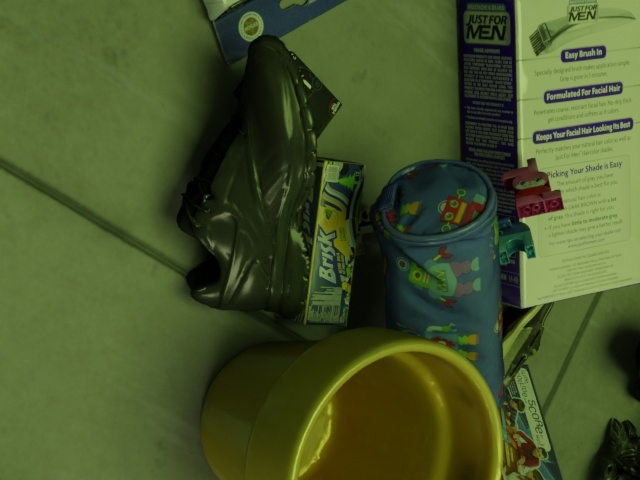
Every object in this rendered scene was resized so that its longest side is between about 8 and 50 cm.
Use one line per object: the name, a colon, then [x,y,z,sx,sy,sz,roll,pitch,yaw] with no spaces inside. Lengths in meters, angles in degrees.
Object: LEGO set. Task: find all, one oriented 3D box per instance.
LEGO set: [0.144,-0.022,1.614,0.227,0.093,0.087,-12,132,10]

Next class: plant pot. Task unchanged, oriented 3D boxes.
plant pot: [0.008,0.199,1.490,0.254,0.239,0.254,-7,102,-34]

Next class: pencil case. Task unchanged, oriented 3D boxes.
pencil case: [0.119,0.065,1.545,0.119,0.133,0.306,-79,166,-49]

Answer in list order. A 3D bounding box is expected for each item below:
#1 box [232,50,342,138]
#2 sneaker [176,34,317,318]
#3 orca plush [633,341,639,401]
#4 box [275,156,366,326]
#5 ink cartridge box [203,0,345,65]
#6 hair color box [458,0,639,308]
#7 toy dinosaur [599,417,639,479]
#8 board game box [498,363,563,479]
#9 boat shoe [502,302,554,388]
box: [-0.032,-0.141,1.520,0.083,0.052,0.062,45,74,-32]
sneaker: [-0.071,-0.053,1.452,0.130,0.109,0.286,-1,111,-10]
orca plush: [0.480,0.142,1.896,0.287,0.151,0.102,12,59,-33]
box: [0.000,0.000,1.561,0.054,0.059,0.169,5,95,-35]
ink cartridge box: [-0.036,-0.316,1.493,0.223,0.045,0.224,-34,115,-26]
hair color box: [0.257,-0.109,1.695,0.185,0.110,0.339,-9,105,-32]
toy dinosaur: [0.451,0.301,1.817,0.322,0.218,0.164,-23,107,-41]
board game box: [0.198,0.227,1.681,0.136,0.035,0.201,10,54,-35]
boat shoe: [0.223,0.112,1.723,0.049,0.056,0.152,53,55,-12]
